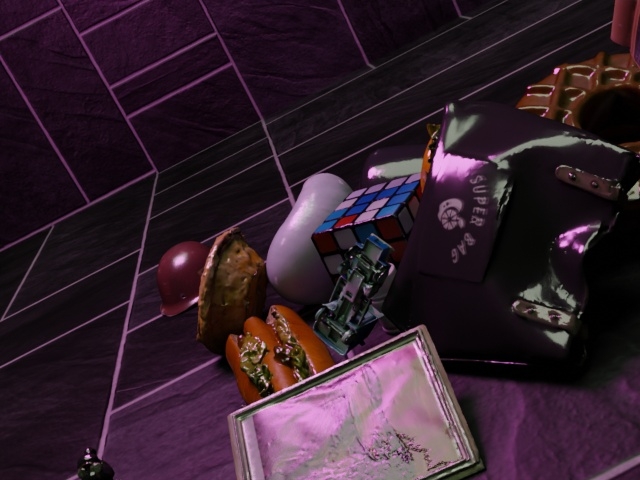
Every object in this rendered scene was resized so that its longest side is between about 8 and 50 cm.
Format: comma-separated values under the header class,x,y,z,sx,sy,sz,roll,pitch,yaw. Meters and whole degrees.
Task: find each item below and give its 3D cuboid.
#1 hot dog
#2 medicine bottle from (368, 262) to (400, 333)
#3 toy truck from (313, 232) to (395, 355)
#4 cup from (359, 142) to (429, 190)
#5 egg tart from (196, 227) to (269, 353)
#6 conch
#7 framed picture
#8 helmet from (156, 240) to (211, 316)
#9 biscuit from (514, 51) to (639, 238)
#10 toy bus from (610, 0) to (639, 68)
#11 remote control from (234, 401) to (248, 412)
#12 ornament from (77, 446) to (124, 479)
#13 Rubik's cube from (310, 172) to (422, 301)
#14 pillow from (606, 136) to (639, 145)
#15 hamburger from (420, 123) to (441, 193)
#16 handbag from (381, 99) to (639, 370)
class,x,y,z,sx,sy,sz,roll,pitch,yaw
hot dog,-0.057,0.169,1.237,0.135,0.100,0.337,-29,19,-6
medicine bottle,0.098,0.083,1.269,0.057,0.089,0.057,-25,20,10
toy truck,0.056,0.066,1.199,0.067,0.175,0.081,38,34,25
cup,0.179,-0.084,1.516,0.176,0.169,0.223,-13,-7,27
egg tart,-0.139,0.086,1.460,0.090,0.213,0.213,10,28,8
conch,0.004,0.004,1.463,0.120,0.221,0.185,24,0,22
framed picture,0.025,0.221,1.005,0.273,0.016,0.216,-26,40,6
helmet,-0.277,0.065,1.805,0.155,0.106,0.175,-7,32,46
biscuit,0.419,-0.139,1.223,0.331,0.103,0.332,-9,45,9
toy bus,0.519,-0.211,1.071,0.201,0.177,0.365,-19,52,-2
remote control,-0.097,0.246,1.223,0.034,0.016,0.091,-45,20,-2
ornament,-0.203,0.309,0.935,0.088,0.203,0.081,-18,29,21
Rubik's cube,0.107,0.007,1.352,0.154,0.155,0.151,-12,22,36
pillow,0.365,-0.102,1.363,0.249,0.106,0.186,-34,26,-12
hamburger,0.213,-0.096,1.293,0.093,0.164,0.189,9,21,34
handbag,0.230,0.000,1.075,0.288,0.152,0.343,15,89,53
